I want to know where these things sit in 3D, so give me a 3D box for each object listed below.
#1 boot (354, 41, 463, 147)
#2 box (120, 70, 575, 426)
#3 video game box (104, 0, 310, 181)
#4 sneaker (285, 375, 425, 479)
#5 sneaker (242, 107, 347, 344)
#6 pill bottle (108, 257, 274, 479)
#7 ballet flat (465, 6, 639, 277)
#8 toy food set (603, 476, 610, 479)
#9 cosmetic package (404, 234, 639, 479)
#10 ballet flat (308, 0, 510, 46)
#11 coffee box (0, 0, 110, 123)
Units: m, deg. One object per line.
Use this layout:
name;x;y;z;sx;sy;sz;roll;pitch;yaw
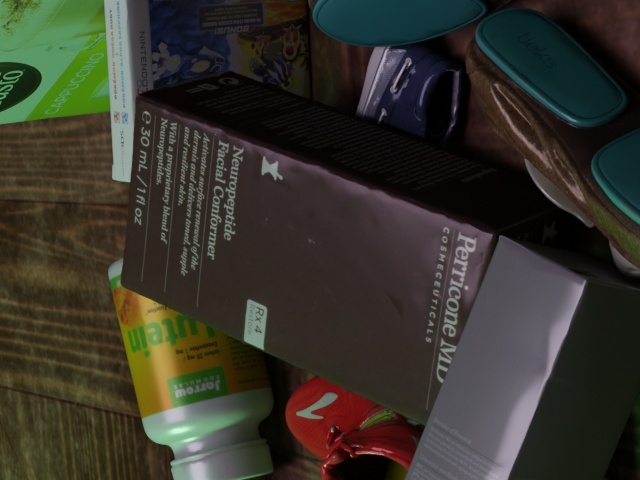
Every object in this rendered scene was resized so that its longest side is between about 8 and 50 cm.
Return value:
boot;0.069;-0.083;1.682;0.086;0.069;0.190;40;127;48
box;0.014;0.004;1.633;0.381;0.143;0.191;21;116;31
video game box;-0.103;-0.157;1.799;0.048;0.205;0.187;15;111;52
sneaker;0.041;0.190;1.746;0.279;0.118;0.107;24;116;51
sneaker;0.000;0.000;1.809;0.106;0.101;0.267;31;124;23
pill bottle;-0.125;0.129;1.960;0.136;0.136;0.245;-25;77;55
ballet flat;0.221;-0.048;1.449;0.342;0.116;0.124;45;153;42
toy food set;0.163;0.357;1.545;0.220;0.092;0.306;-46;33;50
cosmetic package;0.165;0.125;1.478;0.107;0.127;0.238;26;98;44
ballet flat;0.121;-0.243;1.544;0.348;0.123;0.123;-14;86;55
coffee box;-0.297;-0.336;1.926;0.337;0.334;0.338;-42;63;52
